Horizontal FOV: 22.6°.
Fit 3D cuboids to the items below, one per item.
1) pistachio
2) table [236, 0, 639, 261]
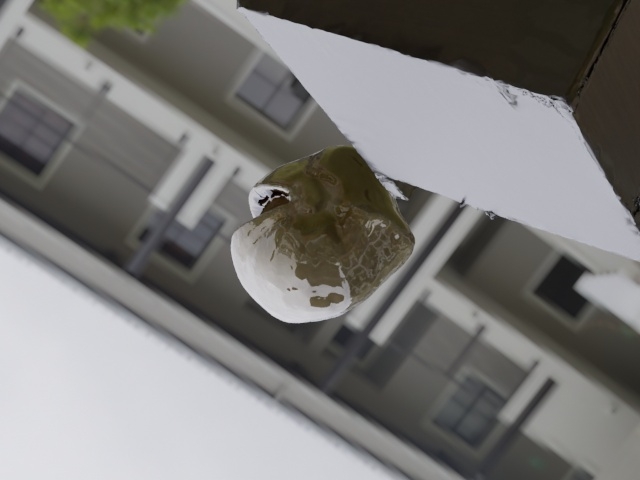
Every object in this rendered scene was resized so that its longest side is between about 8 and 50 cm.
[{"bbox_3d":[0.000,0.000,1.018,0.113,0.113,0.149,37,163,4],"label":"pistachio"},{"bbox_3d":[0.104,-0.109,0.734,0.169,0.172,0.193,20,165,33],"label":"table"}]
